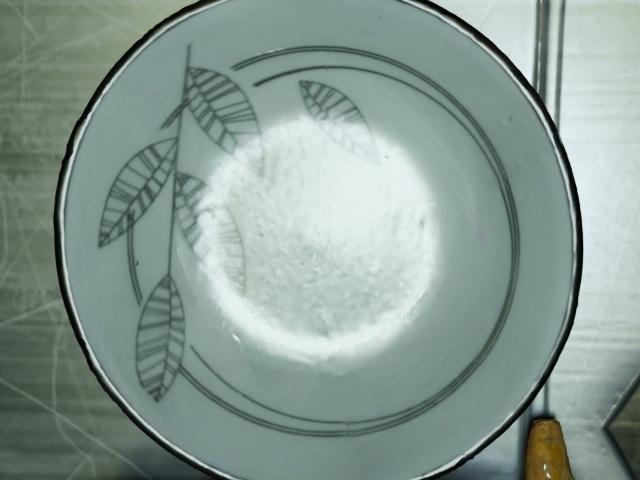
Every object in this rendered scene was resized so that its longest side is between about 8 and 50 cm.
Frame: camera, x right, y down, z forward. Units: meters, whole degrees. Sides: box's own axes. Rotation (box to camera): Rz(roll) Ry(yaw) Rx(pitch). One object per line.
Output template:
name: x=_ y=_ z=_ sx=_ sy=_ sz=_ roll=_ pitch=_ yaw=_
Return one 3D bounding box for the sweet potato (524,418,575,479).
sweet potato: x=0.182 y=0.276 z=0.606 sx=0.072 sy=0.066 sz=0.314 roll=-7 pitch=101 yaw=45

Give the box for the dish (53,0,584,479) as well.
dish: x=0.000 y=0.000 z=0.566 sx=0.316 sy=0.106 sz=0.316 roll=1 pitch=100 yaw=4
